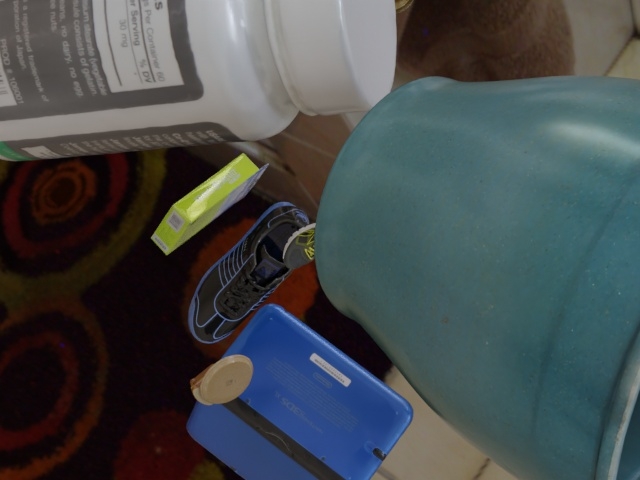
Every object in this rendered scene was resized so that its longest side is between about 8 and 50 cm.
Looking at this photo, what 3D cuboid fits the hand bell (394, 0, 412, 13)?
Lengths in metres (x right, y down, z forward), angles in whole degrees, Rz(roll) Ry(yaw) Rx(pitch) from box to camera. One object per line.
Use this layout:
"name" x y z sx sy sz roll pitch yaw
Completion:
"hand bell" 0.135 -0.548 1.886 0.126 0.126 0.242 -2 50 21

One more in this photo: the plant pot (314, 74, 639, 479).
"plant pot" 0.145 0.013 0.635 0.255 0.271 0.271 27 76 38

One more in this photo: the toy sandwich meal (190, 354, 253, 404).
"toy sandwich meal" -0.126 0.176 1.296 0.085 0.085 0.029 -43 48 -5

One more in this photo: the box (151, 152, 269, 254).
"box" -0.164 -0.059 1.503 0.042 0.109 0.178 47 52 2

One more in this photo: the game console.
"game console" -0.039 0.286 1.598 0.293 0.173 0.250 36 80 8

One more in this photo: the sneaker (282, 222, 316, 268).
"sneaker" 0.000 0.000 0.958 0.083 0.031 0.035 -40 35 3

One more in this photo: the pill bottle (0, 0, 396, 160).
"pill bottle" -0.130 -0.180 0.862 0.361 0.204 0.204 -3 62 18

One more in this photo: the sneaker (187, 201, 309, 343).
"sneaker" -0.098 0.049 1.361 0.232 0.081 0.090 -54 17 3
